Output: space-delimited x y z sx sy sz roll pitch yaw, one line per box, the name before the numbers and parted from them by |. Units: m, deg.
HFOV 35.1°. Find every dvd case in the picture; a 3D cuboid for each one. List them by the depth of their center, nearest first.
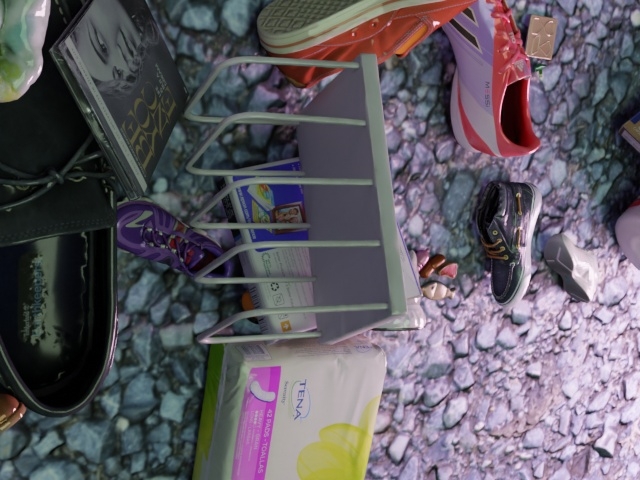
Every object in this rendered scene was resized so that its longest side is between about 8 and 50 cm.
dvd case | -0.191 -0.165 1.007 0.018 0.221 0.165 -13 122 16

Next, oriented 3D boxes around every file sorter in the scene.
file sorter | -0.040 -0.038 1.076 0.173 0.193 0.278 0 76 -24

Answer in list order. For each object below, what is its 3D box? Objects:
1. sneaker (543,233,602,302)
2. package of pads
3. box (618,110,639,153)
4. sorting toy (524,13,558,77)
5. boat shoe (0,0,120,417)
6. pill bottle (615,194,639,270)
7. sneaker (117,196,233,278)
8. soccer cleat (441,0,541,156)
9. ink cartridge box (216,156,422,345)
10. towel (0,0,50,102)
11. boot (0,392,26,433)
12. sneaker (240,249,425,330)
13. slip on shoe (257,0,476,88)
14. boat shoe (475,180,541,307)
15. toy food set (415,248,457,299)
sneaker | 0.388 0.031 1.553 0.061 0.053 0.152 -55 134 -18
package of pads | -0.042 0.266 1.306 0.229 0.101 0.297 0 106 -34
box | 0.580 -0.190 1.529 0.225 0.136 0.036 -39 165 -11
sorting toy | 0.303 -0.270 1.408 0.062 0.012 0.083 -1 103 -39
boat shoe | -0.281 -0.052 1.001 0.186 0.156 0.500 -9 110 -30
pill bottle | 0.630 -0.077 1.595 0.318 0.176 0.176 -44 125 -13
sneaker | -0.167 0.001 1.147 0.170 0.071 0.068 22 93 -37
soccer cleat | 0.215 -0.255 1.285 0.108 0.116 0.318 -29 120 -30
ink cartridge box | 0.000 0.000 1.219 0.208 0.045 0.206 -14 82 -27
towel | -0.298 -0.319 0.792 0.090 0.320 0.375 1 105 -41
boot | -0.392 0.126 0.979 0.073 0.197 0.152 -59 139 -64
sneaker | 0.016 0.055 1.292 0.262 0.099 0.121 3 84 -33
slip on shoe | 0.091 -0.269 1.169 0.331 0.123 0.101 -22 135 -2
boat shoe | 0.255 0.004 1.444 0.083 0.065 0.183 5 97 -34
toy food set | 0.150 0.049 1.411 0.122 0.019 0.078 2 105 -35
